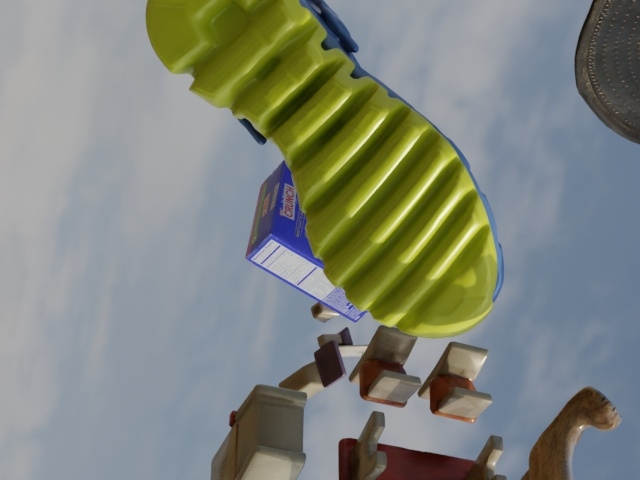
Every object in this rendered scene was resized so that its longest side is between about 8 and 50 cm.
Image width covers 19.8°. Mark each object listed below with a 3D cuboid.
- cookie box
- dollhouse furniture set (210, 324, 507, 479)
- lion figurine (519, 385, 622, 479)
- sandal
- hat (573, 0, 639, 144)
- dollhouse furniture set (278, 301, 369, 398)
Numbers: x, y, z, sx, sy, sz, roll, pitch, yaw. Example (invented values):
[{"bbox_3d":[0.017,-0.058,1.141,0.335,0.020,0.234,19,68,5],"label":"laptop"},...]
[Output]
[{"bbox_3d":[0.000,0.000,1.441,0.040,0.107,0.091,-45,-157,38],"label":"cookie box"},{"bbox_3d":[0.038,0.221,1.719,0.135,0.259,0.262,119,-21,-47],"label":"dollhouse furniture set"},{"bbox_3d":[0.191,0.271,1.117,0.240,0.142,0.392,-45,-142,-1],"label":"lion figurine"},{"bbox_3d":[0.018,-0.073,1.262,0.126,0.317,0.138,-36,177,14],"label":"sandal"},{"bbox_3d":[0.320,-0.134,1.091,0.134,0.331,0.331,57,-44,35],"label":"hat"},{"bbox_3d":[0.009,0.125,1.971,0.114,0.081,0.091,-38,-119,42],"label":"dollhouse furniture set"}]
